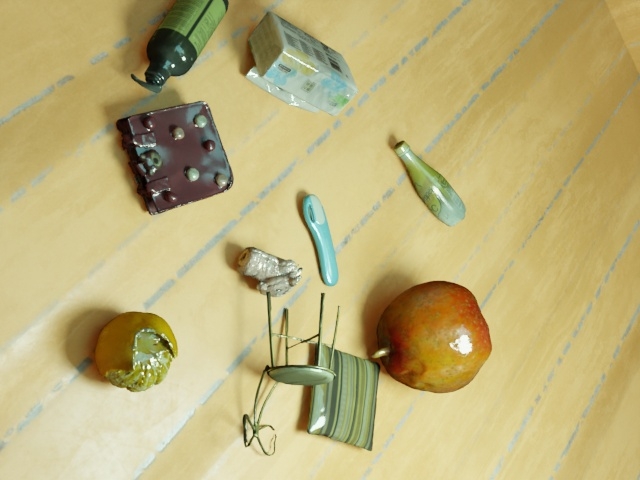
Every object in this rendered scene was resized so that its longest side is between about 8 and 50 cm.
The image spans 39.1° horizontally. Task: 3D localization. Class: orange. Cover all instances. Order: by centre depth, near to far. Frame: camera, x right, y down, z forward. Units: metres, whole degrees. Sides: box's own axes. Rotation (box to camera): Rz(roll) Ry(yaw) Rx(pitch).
[{"bbox_3d":[-0.339,0.204,1.668,0.157,0.134,0.156,10,69,-26],"label":"orange"}]

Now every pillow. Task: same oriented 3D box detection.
[{"bbox_3d":[0.054,0.357,2.050,0.212,0.052,0.208,26,63,-39],"label":"pillow"}]

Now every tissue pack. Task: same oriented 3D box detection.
[{"bbox_3d":[-0.055,-0.383,2.056,0.229,0.145,0.159,23,34,-38],"label":"tissue pack"}]

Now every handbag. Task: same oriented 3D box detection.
[{"bbox_3d":[-0.291,-0.172,1.823,0.216,0.074,0.203,-22,96,-43],"label":"handbag"}]

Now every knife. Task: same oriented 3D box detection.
[{"bbox_3d":[0.000,0.000,2.087,0.064,0.031,0.222,-22,100,-47],"label":"knife"}]

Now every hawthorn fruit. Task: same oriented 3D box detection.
[{"bbox_3d":[0.243,0.233,2.126,0.298,0.277,0.277,-14,91,-24],"label":"hawthorn fruit"}]

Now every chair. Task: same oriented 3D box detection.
[{"bbox_3d":[-0.051,0.279,1.883,0.160,0.170,0.325,52,39,-63],"label":"chair"}]

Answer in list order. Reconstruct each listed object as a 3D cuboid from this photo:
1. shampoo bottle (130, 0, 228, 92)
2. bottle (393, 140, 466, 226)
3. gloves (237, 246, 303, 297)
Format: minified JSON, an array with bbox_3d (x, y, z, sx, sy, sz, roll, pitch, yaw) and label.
[{"bbox_3d":[-0.289,-0.414,1.854,0.101,0.101,0.283,42,56,-29],"label":"shampoo bottle"},{"bbox_3d":[0.279,-0.151,2.339,0.269,0.083,0.083,48,54,-21],"label":"bottle"},{"bbox_3d":[-0.111,0.070,1.927,0.144,0.110,0.094,25,71,-5],"label":"gloves"}]
